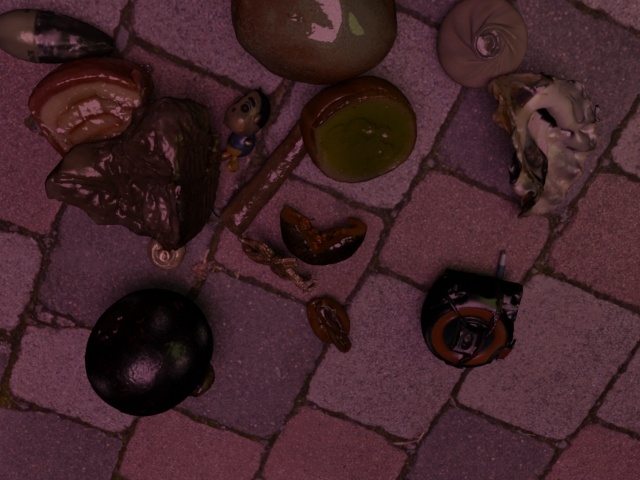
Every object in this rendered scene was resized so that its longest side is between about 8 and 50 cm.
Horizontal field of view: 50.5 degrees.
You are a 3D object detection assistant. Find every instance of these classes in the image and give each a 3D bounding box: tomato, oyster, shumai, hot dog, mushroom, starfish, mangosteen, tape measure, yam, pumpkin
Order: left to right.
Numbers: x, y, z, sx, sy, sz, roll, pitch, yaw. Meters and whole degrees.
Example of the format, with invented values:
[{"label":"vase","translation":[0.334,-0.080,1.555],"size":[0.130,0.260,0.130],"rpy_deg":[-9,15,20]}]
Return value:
[{"label":"shumai","translation":[-0.353,-0.134,1.314],"size":[0.283,0.217,0.346],"rpy_deg":[12,142,10]},{"label":"mangosteen","translation":[-0.356,0.246,1.458],"size":[0.287,0.288,0.288],"rpy_deg":[0,113,0]},{"label":"mushroom","translation":[-0.333,0.023,1.466],"size":[0.083,0.067,0.084],"rpy_deg":[1,106,2]},{"label":"yam","translation":[-0.101,-0.133,1.401],"size":[0.066,0.066,0.300],"rpy_deg":[38,108,-14]},{"label":"starfish","translation":[-0.101,0.049,1.451],"size":[0.150,0.053,0.209],"rpy_deg":[-3,146,46]},{"label":"tomato","translation":[-0.009,-0.421,1.185],"size":[0.303,0.239,0.304],"rpy_deg":[1,113,3]},{"label":"pumpkin","translation":[0.000,0.000,1.429],"size":[0.183,0.119,0.108],"rpy_deg":[11,111,2]},{"label":"hot dog","translation":[0.022,0.193,1.541],"size":[0.089,0.060,0.140],"rpy_deg":[-17,115,12]},{"label":"tape measure","translation":[0.324,0.175,1.489],"size":[0.202,0.135,0.223],"rpy_deg":[11,118,1]},{"label":"oyster","translation":[0.427,-0.192,1.324],"size":[0.238,0.114,0.351],"rpy_deg":[-51,126,-3]}]

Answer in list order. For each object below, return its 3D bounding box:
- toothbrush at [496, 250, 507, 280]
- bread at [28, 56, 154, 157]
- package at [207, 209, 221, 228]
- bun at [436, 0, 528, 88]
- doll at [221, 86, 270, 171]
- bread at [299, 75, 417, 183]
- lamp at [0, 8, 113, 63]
[{"label":"toothbrush","translation":[0.397,0.151,1.544],"size":[0.025,0.019,0.276],"rpy_deg":[3,113,7]},{"label":"bread","translation":[-0.432,-0.261,1.306],"size":[0.244,0.123,0.190],"rpy_deg":[-26,126,9]},{"label":"package","translation":[-0.251,-0.079,1.451],"size":[0.037,0.015,0.110],"rpy_deg":[-25,109,16]},{"label":"bun","translation":[0.304,-0.369,1.272],"size":[0.172,0.120,0.173],"rpy_deg":[1,112,2]},{"label":"doll","translation":[-0.159,-0.225,1.356],"size":[0.088,0.102,0.179],"rpy_deg":[8,116,-51]},{"label":"bread","translation":[0.075,-0.210,1.315],"size":[0.236,0.070,0.236],"rpy_deg":[-10,139,-9]},{"label":"lamp","translation":[-0.520,-0.384,1.282],"size":[0.250,0.101,0.101],"rpy_deg":[1,113,-13]}]
